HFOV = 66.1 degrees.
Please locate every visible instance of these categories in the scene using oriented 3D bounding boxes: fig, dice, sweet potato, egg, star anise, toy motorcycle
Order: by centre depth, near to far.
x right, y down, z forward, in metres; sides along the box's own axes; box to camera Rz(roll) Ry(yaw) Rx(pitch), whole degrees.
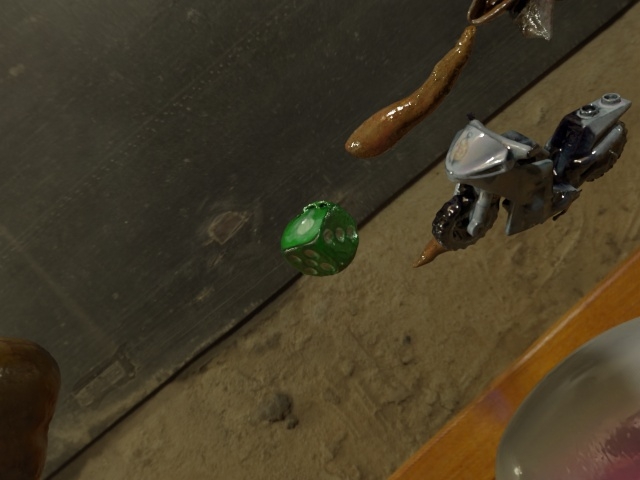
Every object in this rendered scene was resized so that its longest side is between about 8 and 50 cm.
[{"bbox_3d":[0.268,0.154,0.367,0.271,0.196,0.196,-29,98,19],"label":"egg"},{"bbox_3d":[-0.371,0.149,0.445,0.145,0.170,0.274,-14,144,34],"label":"fig"},{"bbox_3d":[0.242,-0.093,0.568,0.270,0.106,0.159,-29,131,-6],"label":"toy motorcycle"},{"bbox_3d":[0.112,-0.166,0.601,0.050,0.050,0.214,48,125,-7],"label":"sweet potato"},{"bbox_3d":[0.359,-0.475,0.857,0.315,0.108,0.315,4,73,-14],"label":"star anise"},{"bbox_3d":[0.274,-0.011,0.977,0.068,0.068,0.226,43,121,-6],"label":"sweet potato"},{"bbox_3d":[0.000,0.000,1.068,0.131,0.128,0.120,-17,134,43],"label":"dice"}]
